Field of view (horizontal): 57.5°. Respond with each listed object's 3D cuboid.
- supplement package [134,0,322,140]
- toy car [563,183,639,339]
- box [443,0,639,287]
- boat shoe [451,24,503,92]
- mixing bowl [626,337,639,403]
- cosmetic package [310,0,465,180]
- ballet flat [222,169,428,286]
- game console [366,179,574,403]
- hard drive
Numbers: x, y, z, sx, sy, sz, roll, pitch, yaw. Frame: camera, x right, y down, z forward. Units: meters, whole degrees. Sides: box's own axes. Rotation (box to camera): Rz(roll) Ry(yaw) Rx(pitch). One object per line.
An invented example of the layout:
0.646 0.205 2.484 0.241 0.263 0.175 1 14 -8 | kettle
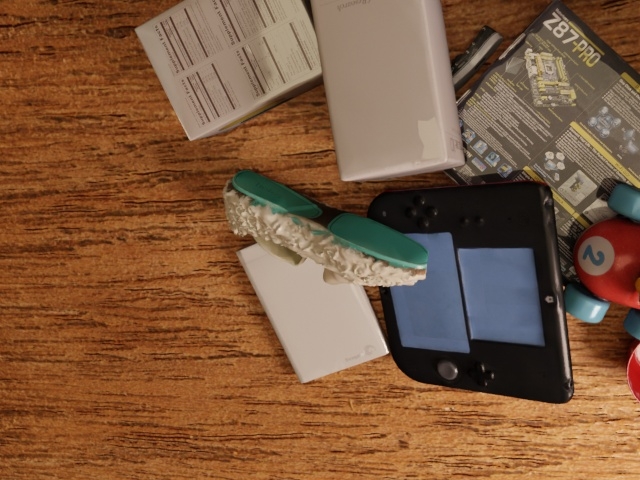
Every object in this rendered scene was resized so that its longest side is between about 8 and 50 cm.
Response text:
-0.121 -0.320 0.987 0.263 0.199 0.198 -23 100 15 | supplement package
0.489 0.063 0.838 0.210 0.238 0.219 20 110 5 | toy car
0.413 -0.145 0.980 0.395 0.097 0.318 44 111 3 | box
0.253 -0.308 1.013 0.142 0.049 0.040 -46 75 16 | boat shoe
0.636 0.218 1.059 0.181 0.098 0.181 2 105 8 | mixing bowl
0.098 -0.325 0.886 0.162 0.230 0.453 -8 93 21 | cosmetic package
0.000 0.000 1.054 0.409 0.147 0.147 26 108 19 | ballet flat
0.251 0.090 1.028 0.342 0.060 0.386 1 109 43 | game console
-0.013 0.119 1.172 0.203 0.040 0.307 -23 100 15 | hard drive
